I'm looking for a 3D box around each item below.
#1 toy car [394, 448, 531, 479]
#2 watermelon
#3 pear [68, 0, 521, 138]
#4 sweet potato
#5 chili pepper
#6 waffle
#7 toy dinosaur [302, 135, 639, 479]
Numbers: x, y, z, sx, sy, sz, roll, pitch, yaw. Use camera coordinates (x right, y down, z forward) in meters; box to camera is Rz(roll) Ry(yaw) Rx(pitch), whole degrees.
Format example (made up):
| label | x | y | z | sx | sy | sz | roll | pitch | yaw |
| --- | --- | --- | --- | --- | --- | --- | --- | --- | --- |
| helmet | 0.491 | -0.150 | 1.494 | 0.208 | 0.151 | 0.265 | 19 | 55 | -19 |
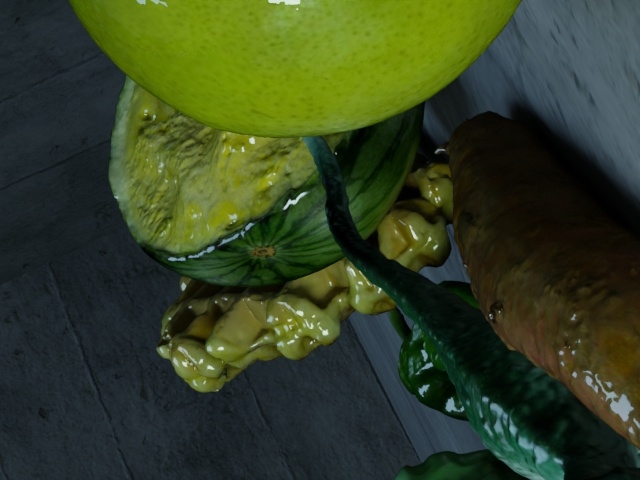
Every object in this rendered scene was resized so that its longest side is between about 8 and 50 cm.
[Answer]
| label | x | y | z | sx | sy | sz | roll | pitch | yaw |
| --- | --- | --- | --- | --- | --- | --- | --- | --- | --- |
| toy car | 0.152 | 0.275 | 0.978 | 0.213 | 0.176 | 0.358 | -123 | 11 | -66 |
| watermelon | -0.020 | -0.067 | 1.044 | 0.127 | 0.204 | 0.232 | 36 | -157 | -38 |
| pear | -0.007 | -0.130 | 0.605 | 0.180 | 0.166 | 0.216 | 53 | -159 | -8 |
| sweet potato | 0.088 | 0.009 | 0.715 | 0.314 | 0.072 | 0.066 | -123 | 35 | -63 |
| chili pepper | 0.088 | 0.064 | 1.064 | 0.257 | 0.100 | 0.074 | 107 | 180 | -78 |
| waffle | -0.001 | -0.001 | 1.160 | 0.056 | 0.249 | 0.253 | 53 | -149 | -16 |
| toy dinosaur | 0.093 | 0.056 | 0.801 | 0.129 | 0.076 | 0.383 | 31 | -176 | -29 |
